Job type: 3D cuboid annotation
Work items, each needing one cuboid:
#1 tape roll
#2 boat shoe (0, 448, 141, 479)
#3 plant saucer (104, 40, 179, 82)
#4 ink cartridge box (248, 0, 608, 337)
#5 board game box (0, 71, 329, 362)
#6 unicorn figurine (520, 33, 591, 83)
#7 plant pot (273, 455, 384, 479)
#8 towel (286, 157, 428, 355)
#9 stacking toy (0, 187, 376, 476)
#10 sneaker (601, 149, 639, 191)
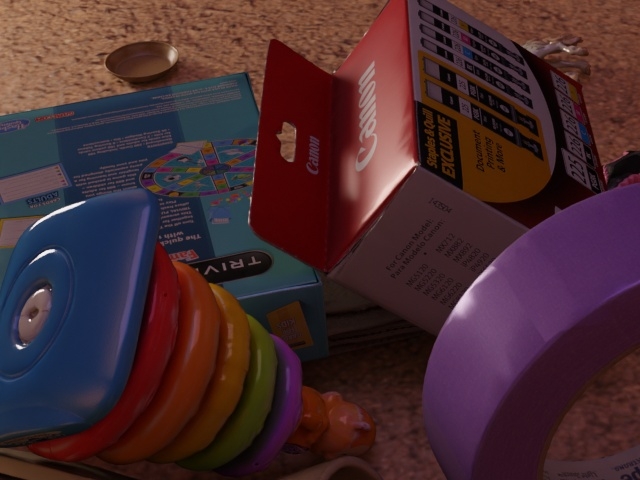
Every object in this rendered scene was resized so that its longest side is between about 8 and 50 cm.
[{"bbox_3d":[0.208,0.099,0.912,0.275,0.274,0.090,-14,37,-12],"label":"tape roll"},{"bbox_3d":[-0.139,0.203,0.956,0.324,0.116,0.096,9,82,16],"label":"boat shoe"},{"bbox_3d":[-0.198,-0.197,1.595,0.083,0.015,0.083,-3,36,2],"label":"plant saucer"},{"bbox_3d":[0.093,-0.072,1.177,0.272,0.130,0.309,28,32,-19],"label":"ink cartridge box"},{"bbox_3d":[-0.153,-0.009,1.200,0.254,0.079,0.336,-11,37,-7],"label":"board game box"},{"bbox_3d":[0.217,-0.172,1.484,0.111,0.060,0.162,8,22,18],"label":"unicorn figurine"},{"bbox_3d":[-0.089,0.267,0.774,0.274,0.256,0.256,-13,33,16],"label":"plant pot"},{"bbox_3d":[0.000,0.000,1.271,0.187,0.049,0.282,-12,36,-10],"label":"towel"},{"bbox_3d":[-0.076,0.102,0.999,0.175,0.302,0.165,-18,55,45],"label":"stacking toy"},{"bbox_3d":[0.278,-0.053,1.318,0.057,0.047,0.119,13,32,34],"label":"sneaker"}]
